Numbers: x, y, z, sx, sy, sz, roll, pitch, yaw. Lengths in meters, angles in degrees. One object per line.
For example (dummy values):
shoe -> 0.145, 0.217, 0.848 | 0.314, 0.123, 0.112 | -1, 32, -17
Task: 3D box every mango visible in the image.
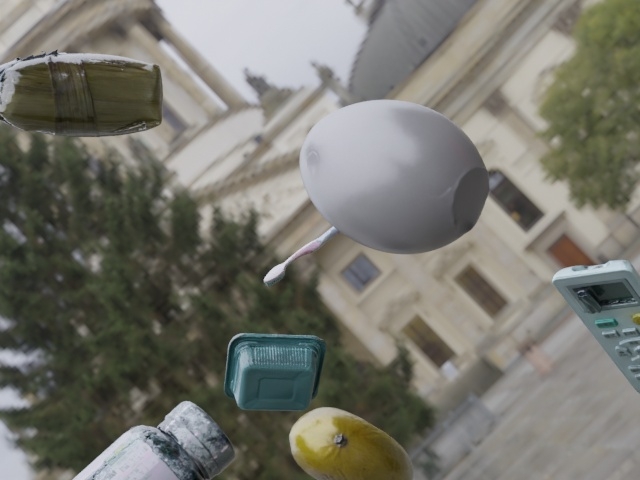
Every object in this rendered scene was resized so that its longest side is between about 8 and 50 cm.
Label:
mango -> 0.051, 0.278, 1.648 | 0.237, 0.137, 0.091 | 34, -105, -47

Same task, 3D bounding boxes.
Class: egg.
egg -> 0.079, -0.076, 1.508 | 0.176, 0.232, 0.176 | -23, -58, -43

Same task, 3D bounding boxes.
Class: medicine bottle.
medicine bottle -> -0.241, 0.330, 1.602 | 0.293, 0.141, 0.141 | -43, -9, -23

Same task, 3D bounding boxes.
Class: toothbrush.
toothbrush -> 0.000, 0.000, 2.315 | 0.269, 0.021, 0.027 | -38, -24, -24

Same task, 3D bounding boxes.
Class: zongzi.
zongzi -> -0.344, -0.197, 1.735 | 0.221, 0.112, 0.242 | 1, 6, -26

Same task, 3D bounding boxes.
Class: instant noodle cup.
instant noodle cup -> -0.082, 0.249, 2.358 | 0.070, 0.179, 0.157 | -101, 16, -53

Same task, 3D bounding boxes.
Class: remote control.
remote control -> 0.396, 0.111, 1.603 | 0.103, 0.293, 0.051 | -11, 50, 35
